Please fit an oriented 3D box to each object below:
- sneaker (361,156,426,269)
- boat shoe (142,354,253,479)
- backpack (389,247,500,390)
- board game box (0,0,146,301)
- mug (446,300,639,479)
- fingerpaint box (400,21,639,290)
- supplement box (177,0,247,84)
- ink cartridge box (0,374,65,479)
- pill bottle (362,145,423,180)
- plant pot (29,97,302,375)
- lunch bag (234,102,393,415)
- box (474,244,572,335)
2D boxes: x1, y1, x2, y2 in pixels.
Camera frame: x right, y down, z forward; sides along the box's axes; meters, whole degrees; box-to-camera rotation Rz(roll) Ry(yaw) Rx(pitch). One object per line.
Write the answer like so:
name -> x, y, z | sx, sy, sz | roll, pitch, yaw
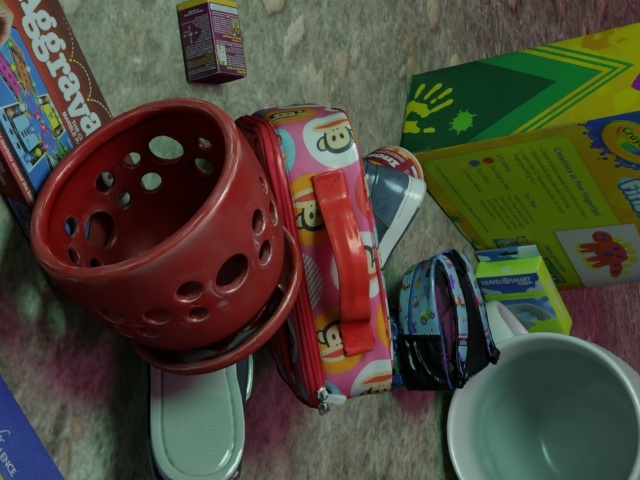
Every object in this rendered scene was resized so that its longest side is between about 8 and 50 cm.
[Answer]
sneaker -> 0.000, -0.001, 1.278 | 0.163, 0.086, 0.226 | 24, 97, -15
boat shoe -> -0.118, 0.109, 1.042 | 0.091, 0.114, 0.302 | 105, -9, -52
backpack -> 0.152, 0.102, 1.467 | 0.158, 0.117, 0.173 | -19, 99, -59
board game box -> -0.238, -0.104, 0.954 | 0.145, 0.027, 0.281 | -53, 127, -52
mug -> 0.346, 0.250, 1.653 | 0.374, 0.276, 0.328 | 59, 16, 24
fingerpaint box -> 0.386, -0.103, 1.668 | 0.445, 0.371, 0.163 | 44, 47, -45
supplement box -> -0.114, -0.211, 1.172 | 0.055, 0.043, 0.083 | -4, 85, -60
ink cartridge box -> -0.247, 0.283, 0.802 | 0.307, 0.072, 0.303 | -53, 127, -48
pill bottle -> 0.065, -0.063, 1.394 | 0.152, 0.086, 0.086 | -35, 112, -57
plant pot -> -0.115, 0.005, 0.923 | 0.174, 0.191, 0.191 | 55, 39, -42
lunch bag -> -0.003, 0.014, 1.100 | 0.258, 0.120, 0.293 | -144, -136, -74
box -> 0.321, 0.088, 1.764 | 0.178, 0.109, 0.042 | 58, 39, -33
